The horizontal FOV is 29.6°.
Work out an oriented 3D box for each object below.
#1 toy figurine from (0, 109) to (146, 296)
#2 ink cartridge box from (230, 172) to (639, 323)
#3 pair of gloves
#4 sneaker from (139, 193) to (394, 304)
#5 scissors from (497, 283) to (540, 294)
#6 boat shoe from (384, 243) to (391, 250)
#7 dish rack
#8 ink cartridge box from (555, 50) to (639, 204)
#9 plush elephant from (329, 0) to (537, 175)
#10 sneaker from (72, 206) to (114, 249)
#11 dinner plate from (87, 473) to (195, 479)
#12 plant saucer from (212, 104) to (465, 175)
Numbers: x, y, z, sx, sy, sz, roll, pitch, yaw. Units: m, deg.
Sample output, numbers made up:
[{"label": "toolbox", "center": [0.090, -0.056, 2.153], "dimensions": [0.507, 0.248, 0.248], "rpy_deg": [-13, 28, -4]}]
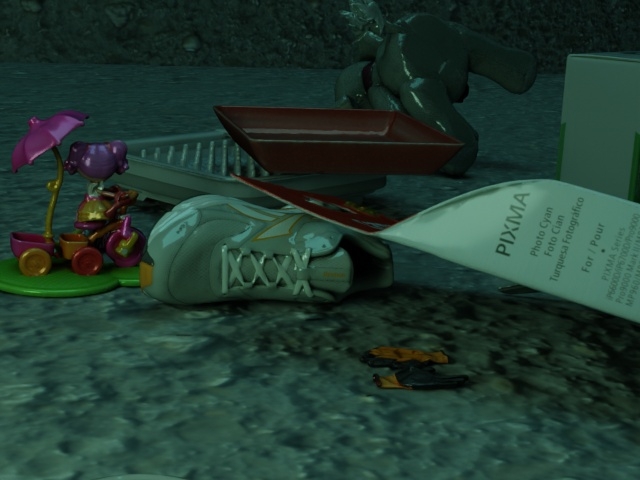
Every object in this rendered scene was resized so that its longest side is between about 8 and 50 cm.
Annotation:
[{"label": "toy figurine", "center": [-0.224, -0.040, 1.129], "dimensions": [0.173, 0.159, 0.130], "rpy_deg": [0, 14, -19]}, {"label": "ink cartridge box", "center": [0.155, -0.020, 1.037], "dimensions": [0.385, 0.091, 0.308], "rpy_deg": [20, 4, 17]}, {"label": "pair of gloves", "center": [0.072, 0.099, 0.949], "dimensions": [0.074, 0.010, 0.083], "rpy_deg": [1, 14, -12]}, {"label": "sneaker", "center": [-0.038, 0.015, 1.099], "dimensions": [0.262, 0.099, 0.121], "rpy_deg": [-10, 23, -42]}, {"label": "scissors", "center": [0.325, 0.022, 1.165], "dimensions": [0.297, 0.109, 0.021], "rpy_deg": [4, 45, 2]}, {"label": "boat shoe", "center": [0.000, 0.000, 1.262], "dimensions": [0.152, 0.049, 0.056], "rpy_deg": [5, 13, 4]}, {"label": "dish rack", "center": [-0.091, -0.085, 1.553], "dimensions": [0.286, 0.072, 0.333], "rpy_deg": [16, 17, 38]}, {"label": "ink cartridge box", "center": [0.458, -0.167, 1.769], "dimensions": [0.122, 0.211, 0.289], "rpy_deg": [11, 14, 32]}, {"label": "plush elephant", "center": [0.130, -0.237, 1.971], "dimensions": [0.330, 0.271, 0.255], "rpy_deg": [34, -30, -6]}, {"label": "sneaker", "center": [-0.229, -0.008, 1.258], "dimensions": [0.057, 0.047, 0.119], "rpy_deg": [14, 13, -9]}, {"label": "dinner plate", "center": [-0.097, 0.153, 0.657], "dimensions": [0.141, 0.017, 0.141], "rpy_deg": [4, 15, -1]}, {"label": "plant saucer", "center": [0.013, -0.123, 1.498], "dimensions": [0.259, 0.047, 0.258], "rpy_deg": [-1, 15, -15]}]
